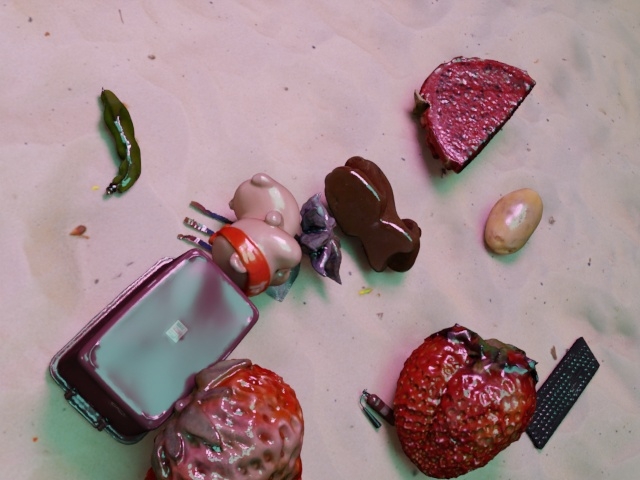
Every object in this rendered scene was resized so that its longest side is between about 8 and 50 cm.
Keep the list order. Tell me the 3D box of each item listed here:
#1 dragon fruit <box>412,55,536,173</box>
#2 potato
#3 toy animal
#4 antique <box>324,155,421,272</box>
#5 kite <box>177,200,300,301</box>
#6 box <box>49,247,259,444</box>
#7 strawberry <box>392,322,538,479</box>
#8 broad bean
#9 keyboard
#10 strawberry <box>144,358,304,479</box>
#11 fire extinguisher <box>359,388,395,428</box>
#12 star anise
[{"bbox_3d":[0.320,-0.297,1.453,0.205,0.152,0.317,42,71,8],"label":"dragon fruit"},{"bbox_3d":[0.453,-0.048,1.462,0.109,0.118,0.178,30,71,20],"label":"potato"},{"bbox_3d":[-0.108,0.001,1.074,0.171,0.171,0.197,26,64,-21],"label":"toy animal"},{"bbox_3d":[0.116,-0.050,1.262,0.256,0.121,0.143,53,30,-3],"label":"antique"},{"bbox_3d":[-0.141,0.010,1.153,0.245,0.015,0.141,26,62,-21],"label":"kite"},{"bbox_3d":[-0.246,0.153,0.958,0.193,0.167,0.294,47,58,-8],"label":"box"},{"bbox_3d":[0.272,0.316,1.187,0.239,0.250,0.288,26,83,-58],"label":"strawberry"},{"bbox_3d":[-0.343,-0.173,1.074,0.061,0.046,0.195,1,76,-33],"label":"broad bean"},{"bbox_3d":[0.563,0.348,1.455,0.310,0.018,0.100,-36,95,-33],"label":"keyboard"},{"bbox_3d":[-0.102,0.334,0.913,0.265,0.149,0.336,-53,141,-26],"label":"strawberry"},{"bbox_3d":[0.104,0.326,1.194,0.100,0.032,0.046,44,93,-12],"label":"fire extinguisher"},{"bbox_3d":[0.000,0.000,1.171,0.204,0.061,0.180,-89,157,-53],"label":"star anise"}]
